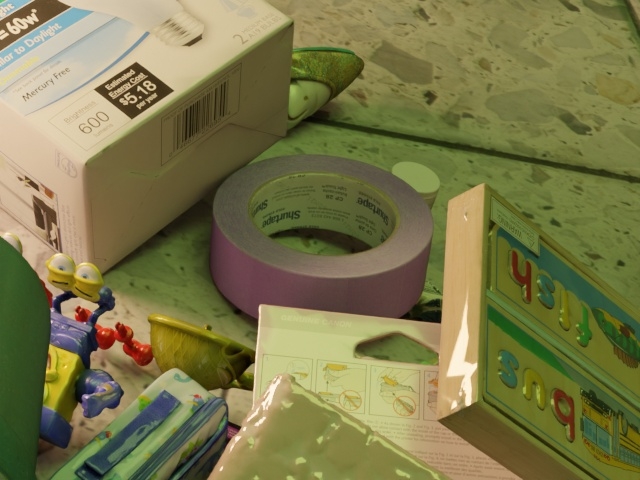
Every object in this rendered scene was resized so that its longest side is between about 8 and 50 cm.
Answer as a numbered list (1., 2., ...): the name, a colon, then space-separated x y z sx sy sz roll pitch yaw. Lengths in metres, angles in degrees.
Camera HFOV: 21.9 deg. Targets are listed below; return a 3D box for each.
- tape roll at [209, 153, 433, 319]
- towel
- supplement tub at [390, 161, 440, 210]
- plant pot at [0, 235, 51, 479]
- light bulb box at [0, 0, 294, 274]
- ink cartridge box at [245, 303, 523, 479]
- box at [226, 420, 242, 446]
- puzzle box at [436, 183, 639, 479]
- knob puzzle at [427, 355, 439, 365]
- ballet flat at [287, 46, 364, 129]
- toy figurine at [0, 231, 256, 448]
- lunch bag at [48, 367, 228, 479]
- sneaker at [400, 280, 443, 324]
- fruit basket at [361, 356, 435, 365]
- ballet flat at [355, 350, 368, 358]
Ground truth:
1. tape roll: 0.000 0.000 2.070 0.275 0.090 0.275 5 34 -3
2. towel: 0.005 0.338 1.512 0.317 0.053 0.332 32 74 3
3. supplement tub: 0.111 -0.043 2.201 0.071 0.107 0.071 12 36 -9
4. plant pot: -0.392 0.161 1.498 0.341 0.341 0.334 14 35 -7
5. light bulb box: -0.283 -0.206 2.066 0.361 0.225 0.358 36 56 22
6. ink cartridge box: 0.071 0.203 1.657 0.296 0.066 0.261 6 53 -4
7. box: -0.154 0.237 1.772 0.116 0.029 0.162 23 36 6
8. puzzle box: 0.272 0.154 1.696 0.409 0.052 0.272 35 44 -32
9. knob puzzle: 0.204 0.187 2.003 0.213 0.030 0.213 12 36 -9
10. ballet flat: -0.090 -0.207 2.341 0.349 0.123 0.123 -2 40 -28
11. toy figurine: -0.263 0.160 1.763 0.363 0.191 0.217 21 66 16
12. lunch bag: -0.181 0.238 1.605 0.090 0.176 0.219 32 51 19
13. sneaker: 0.139 0.076 2.106 0.135 0.052 0.058 18 31 -2
14. fruit basket: 0.106 0.292 1.706 0.327 0.165 0.353 29 40 14
15. ballet flat: 0.046 0.173 1.923 0.241 0.091 0.077 22 65 11
